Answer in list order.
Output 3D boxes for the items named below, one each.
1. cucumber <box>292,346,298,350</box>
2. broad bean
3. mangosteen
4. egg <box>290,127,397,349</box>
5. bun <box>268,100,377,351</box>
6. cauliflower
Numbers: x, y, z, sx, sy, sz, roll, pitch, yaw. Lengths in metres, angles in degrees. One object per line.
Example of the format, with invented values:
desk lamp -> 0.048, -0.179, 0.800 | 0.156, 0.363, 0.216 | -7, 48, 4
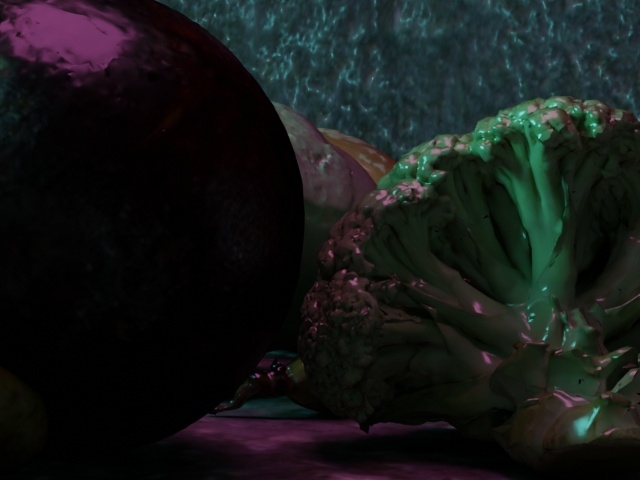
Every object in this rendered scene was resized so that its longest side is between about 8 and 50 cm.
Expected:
cucumber -> 0.079, 0.081, 1.493 | 0.227, 0.069, 0.069 | 8, 4, 7
broad bean -> 0.040, 0.081, 1.333 | 0.075, 0.067, 0.325 | 30, 21, 21
mangosteen -> -0.158, -0.001, 1.020 | 0.297, 0.293, 0.297 | 9, -22, 4
egg -> 0.000, 0.000, 1.618 | 0.245, 0.203, 0.203 | 10, 6, 32
bun -> -0.092, -0.027, 1.378 | 0.293, 0.187, 0.293 | -7, -21, -3
cauliflower -> 0.146, 0.058, 1.130 | 0.272, 0.275, 0.250 | 41, 17, -42
